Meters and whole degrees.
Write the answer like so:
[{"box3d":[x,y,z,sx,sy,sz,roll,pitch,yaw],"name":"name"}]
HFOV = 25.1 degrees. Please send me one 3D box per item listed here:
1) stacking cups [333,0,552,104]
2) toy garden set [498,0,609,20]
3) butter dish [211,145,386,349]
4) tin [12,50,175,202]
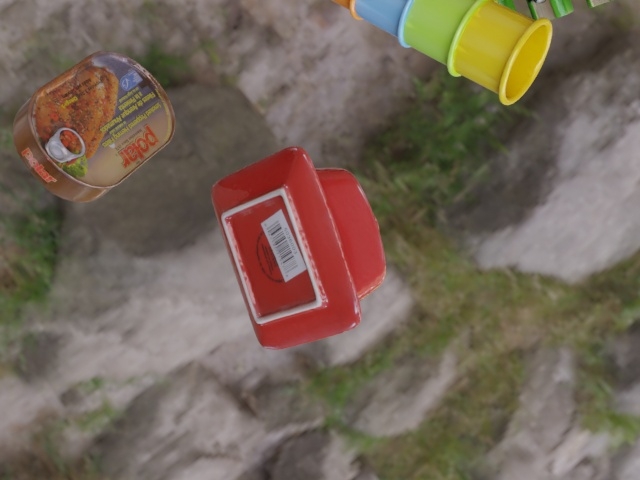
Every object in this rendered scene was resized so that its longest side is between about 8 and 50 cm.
[{"box3d":[0.076,-0.246,1.468,0.096,0.316,0.096,-50,158,-29],"name":"stacking cups"},{"box3d":[0.225,-0.327,1.466,0.244,0.204,0.049,-13,-168,43],"name":"toy garden set"},{"box3d":[0.000,0.000,1.245,0.118,0.160,0.160,-17,178,-36],"name":"butter dish"},{"box3d":[-0.198,-0.101,1.268,0.040,0.106,0.190,-40,-176,34],"name":"tin"}]
